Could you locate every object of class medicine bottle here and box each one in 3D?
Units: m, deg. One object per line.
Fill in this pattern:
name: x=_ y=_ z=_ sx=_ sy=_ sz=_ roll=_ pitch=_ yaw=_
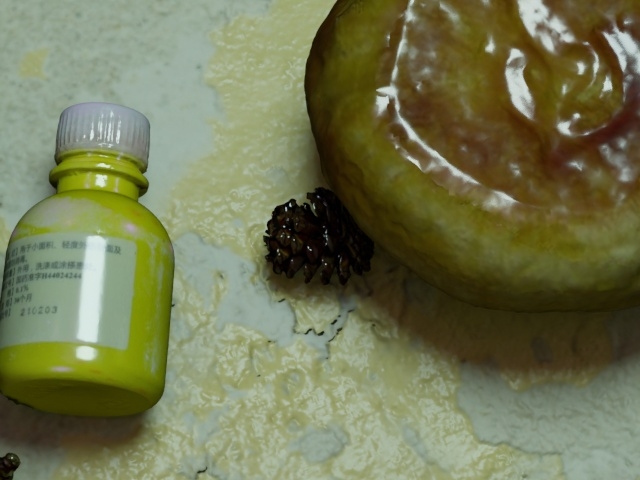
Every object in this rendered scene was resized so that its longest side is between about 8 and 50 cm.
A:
medicine bottle: x=-0.164 y=0.011 z=1.405 sx=0.122 sy=0.122 sz=0.212 roll=3 pitch=71 yaw=0

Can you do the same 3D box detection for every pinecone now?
pinecone: x=0.000 y=0.000 z=1.439 sx=0.083 sy=0.077 sz=0.077 roll=-23 pitch=72 yaw=15

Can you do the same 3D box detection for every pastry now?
pastry: x=0.159 y=-0.103 z=1.417 sx=0.356 sy=0.164 sz=0.356 roll=5 pitch=69 yaw=-13

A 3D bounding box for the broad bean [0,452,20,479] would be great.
broad bean: x=-0.340 y=0.160 z=1.389 sx=0.256 sy=0.052 sz=0.052 roll=7 pitch=34 yaw=0
